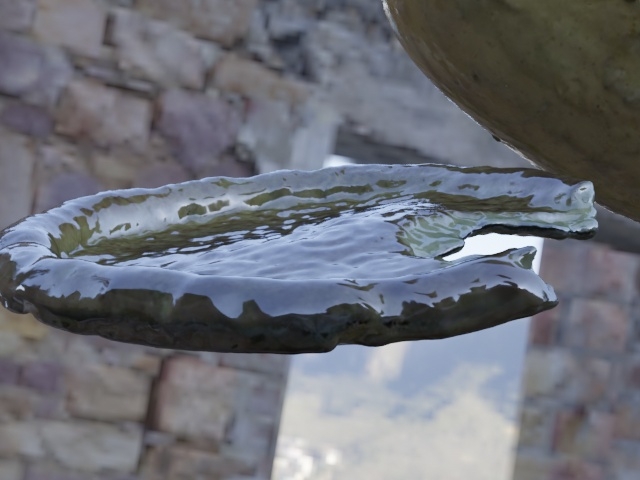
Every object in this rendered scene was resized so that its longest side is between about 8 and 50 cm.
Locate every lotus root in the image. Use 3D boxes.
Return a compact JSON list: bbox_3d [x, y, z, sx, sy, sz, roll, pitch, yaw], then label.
[{"bbox_3d":[0.190,-0.101,1.061,0.342,0.169,0.151,33,-5,-12],"label":"lotus root"}]

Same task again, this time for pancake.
[{"bbox_3d":[0.000,0.000,0.767,0.288,0.033,0.286,-10,11,-33],"label":"pancake"}]
